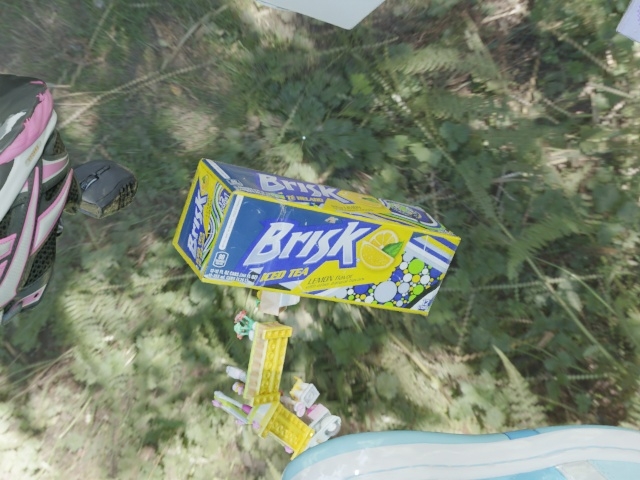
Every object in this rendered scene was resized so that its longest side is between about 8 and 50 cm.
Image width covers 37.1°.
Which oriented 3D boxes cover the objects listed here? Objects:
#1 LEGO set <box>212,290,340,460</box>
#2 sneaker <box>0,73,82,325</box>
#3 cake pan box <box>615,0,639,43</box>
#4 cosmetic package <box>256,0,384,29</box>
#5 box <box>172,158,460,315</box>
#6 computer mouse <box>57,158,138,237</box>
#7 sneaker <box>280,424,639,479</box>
[{"bbox_3d":[-0.073,0.163,1.173,0.132,0.107,0.287,-42,131,-32],"label":"LEGO set"},{"bbox_3d":[-0.147,0.016,0.393,0.072,0.077,0.178,8,53,28],"label":"sneaker"},{"bbox_3d":[0.302,-0.265,0.654,0.070,0.246,0.267,29,125,10],"label":"cake pan box"},{"bbox_3d":[0.020,-0.201,0.499,0.117,0.231,0.086,14,77,-22],"label":"cosmetic package"},{"bbox_3d":[0.000,0.000,0.585,0.168,0.054,0.059,10,109,-34],"label":"box"},{"bbox_3d":[-0.242,-0.045,0.914,0.071,0.242,0.041,29,109,5],"label":"computer mouse"},{"bbox_3d":[0.136,0.239,0.640,0.319,0.127,0.208,2,55,-19],"label":"sneaker"}]
